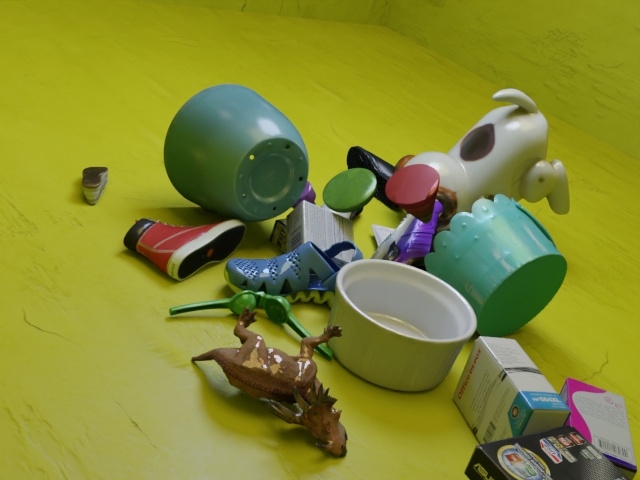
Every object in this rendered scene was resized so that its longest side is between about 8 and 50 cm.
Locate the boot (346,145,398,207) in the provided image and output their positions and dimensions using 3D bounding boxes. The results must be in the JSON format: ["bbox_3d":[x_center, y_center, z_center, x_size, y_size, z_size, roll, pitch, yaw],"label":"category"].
[{"bbox_3d":[0.216,-0.184,2.413,0.207,0.094,0.246,-11,45,-40],"label":"boot"}]

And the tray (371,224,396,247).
[{"bbox_3d":[0.257,0.031,2.091,0.270,0.030,0.145,12,25,-13],"label":"tray"}]

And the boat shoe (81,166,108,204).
[{"bbox_3d":[-0.502,-0.127,1.910,0.056,0.048,0.153,-1,22,-10],"label":"boat shoe"}]

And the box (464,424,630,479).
[{"bbox_3d":[0.373,0.387,1.229,0.216,0.060,0.270,0,31,-35],"label":"box"}]

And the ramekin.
[{"bbox_3d":[0.145,0.163,1.634,0.277,0.135,0.277,14,26,-7],"label":"ramekin"}]

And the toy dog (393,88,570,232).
[{"bbox_3d":[0.398,-0.160,2.203,0.408,0.395,0.284,-24,52,-7],"label":"toy dog"}]

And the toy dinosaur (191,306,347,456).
[{"bbox_3d":[-0.080,0.223,1.396,0.296,0.127,0.200,14,32,4],"label":"toy dinosaur"}]

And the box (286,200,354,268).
[{"bbox_3d":[0.000,0.000,1.855,0.137,0.072,0.126,21,48,-29],"label":"box"}]

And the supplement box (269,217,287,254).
[{"bbox_3d":[-0.054,-0.009,1.937,0.083,0.056,0.083,-12,39,-46],"label":"supplement box"}]

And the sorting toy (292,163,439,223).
[{"bbox_3d":[0.105,-0.079,1.921,0.366,0.126,0.127,-2,48,26],"label":"sorting toy"}]

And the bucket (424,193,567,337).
[{"bbox_3d":[0.378,0.063,1.839,0.281,0.281,0.183,-4,42,-38],"label":"bucket"}]

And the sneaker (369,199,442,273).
[{"bbox_3d":[0.225,0.024,1.969,0.146,0.102,0.293,38,51,8],"label":"sneaker"}]

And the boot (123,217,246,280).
[{"bbox_3d":[-0.282,-0.016,1.778,0.176,0.088,0.244,28,31,23],"label":"boot"}]

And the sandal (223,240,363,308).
[{"bbox_3d":[-0.040,0.057,1.729,0.317,0.138,0.126,3,32,-26],"label":"sandal"}]

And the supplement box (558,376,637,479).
[{"bbox_3d":[0.465,0.352,1.491,0.111,0.114,0.220,20,27,6],"label":"supplement box"}]

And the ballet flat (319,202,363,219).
[{"bbox_3d":[0.044,-0.081,2.100,0.095,0.096,0.280,22,26,8],"label":"ballet flat"}]

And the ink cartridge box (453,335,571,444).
[{"bbox_3d":[0.326,0.284,1.493,0.086,0.148,0.203,6,28,-21],"label":"ink cartridge box"}]

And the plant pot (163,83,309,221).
[{"bbox_3d":[-0.162,-0.171,1.882,0.293,0.293,0.235,-2,23,-35],"label":"plant pot"}]

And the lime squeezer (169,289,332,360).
[{"bbox_3d":[-0.123,0.144,1.615,0.310,0.059,0.110,17,56,-6],"label":"lime squeezer"}]
